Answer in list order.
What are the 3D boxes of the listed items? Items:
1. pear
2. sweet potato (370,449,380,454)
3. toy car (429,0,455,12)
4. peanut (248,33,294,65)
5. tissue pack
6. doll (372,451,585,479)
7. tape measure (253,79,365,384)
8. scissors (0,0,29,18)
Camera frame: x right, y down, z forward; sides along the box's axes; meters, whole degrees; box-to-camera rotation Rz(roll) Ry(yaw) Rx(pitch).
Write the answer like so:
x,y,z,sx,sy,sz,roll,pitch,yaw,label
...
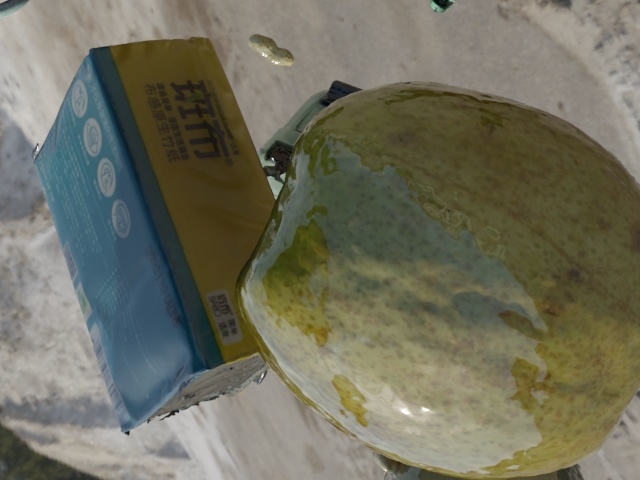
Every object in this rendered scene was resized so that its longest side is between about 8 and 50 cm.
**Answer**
x,y,z,sx,sy,sz,roll,pitch,yaw,label
0.070,0.026,0.468,0.211,0.188,0.228,32,162,3,pear
0.090,0.115,0.734,0.062,0.233,0.081,45,121,8,sweet potato
0.144,-0.401,1.316,0.054,0.143,0.073,-82,15,-52,toy car
-0.083,-0.318,1.479,0.083,0.037,0.037,28,167,-17,peanut
-0.121,-0.004,0.720,0.192,0.134,0.271,-38,68,49,tissue pack
0.166,0.295,0.917,0.247,0.247,0.349,47,-178,33,doll
0.000,0.000,0.969,0.097,0.215,0.351,24,137,14,tape measure
-0.281,-0.401,1.027,0.256,0.383,0.029,59,158,17,scissors
